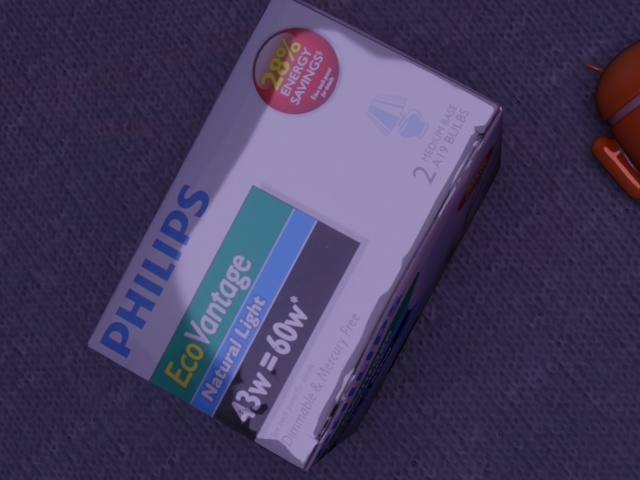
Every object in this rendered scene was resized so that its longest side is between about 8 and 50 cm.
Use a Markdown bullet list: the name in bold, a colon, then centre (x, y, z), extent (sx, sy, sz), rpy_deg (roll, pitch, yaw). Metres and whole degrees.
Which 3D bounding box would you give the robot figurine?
- **robot figurine**: centre (0.371, -0.122, 1.287), extent (0.128, 0.158, 0.219), rpy_deg (-32, 82, -22)

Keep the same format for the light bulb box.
- **light bulb box**: centre (0.000, 0.000, 1.213), extent (0.225, 0.361, 0.358), rpy_deg (28, 91, 9)
